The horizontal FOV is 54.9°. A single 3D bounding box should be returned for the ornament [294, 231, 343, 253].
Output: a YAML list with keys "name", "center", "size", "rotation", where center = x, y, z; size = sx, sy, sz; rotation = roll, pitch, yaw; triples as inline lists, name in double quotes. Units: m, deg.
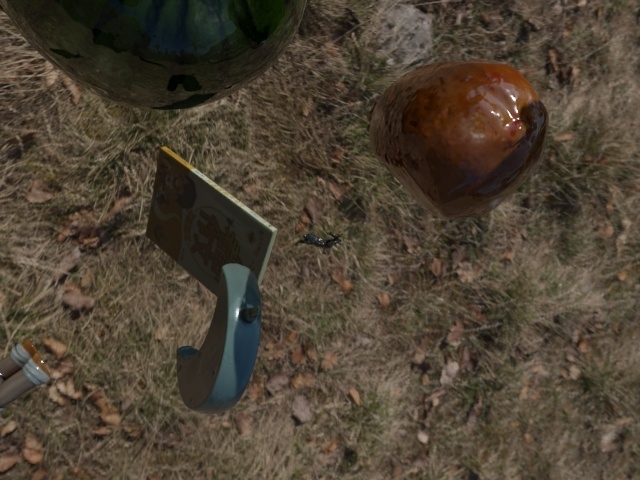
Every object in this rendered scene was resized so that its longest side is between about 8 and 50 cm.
- name: "ornament"
  center: [0.000, 0.000, 1.238]
  size: [0.073, 0.125, 0.028]
  rotation: [17, 75, -17]

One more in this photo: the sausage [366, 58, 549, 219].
- name: "sausage"
  center: [0.136, -0.111, 0.654]
  size: [0.141, 0.268, 0.153]
  rotation: [-44, 104, 5]

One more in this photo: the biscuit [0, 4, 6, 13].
- name: "biscuit"
  center: [-0.497, -0.457, 1.028]
  size: [0.066, 0.220, 0.221]
  rotation: [-13, 113, 15]

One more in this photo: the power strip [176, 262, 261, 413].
- name: "power strip"
  center: [-0.141, 0.150, 0.875]
  size: [0.054, 0.168, 0.253]
  rotation: [11, 133, -29]

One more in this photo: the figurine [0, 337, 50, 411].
- name: "figurine"
  center: [-0.356, 0.153, 0.563]
  size: [0.197, 0.147, 0.094]
  rotation: [-38, 136, -19]

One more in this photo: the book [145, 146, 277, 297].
- name: "book"
  center: [-0.212, -0.014, 1.136]
  size: [0.020, 0.295, 0.208]
  rotation: [-25, 143, -48]

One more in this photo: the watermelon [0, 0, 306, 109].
- name: "watermelon"
  center: [-0.154, -0.274, 0.589]
  size: [0.330, 0.189, 0.331]
  rotation: [-3, 109, -9]
